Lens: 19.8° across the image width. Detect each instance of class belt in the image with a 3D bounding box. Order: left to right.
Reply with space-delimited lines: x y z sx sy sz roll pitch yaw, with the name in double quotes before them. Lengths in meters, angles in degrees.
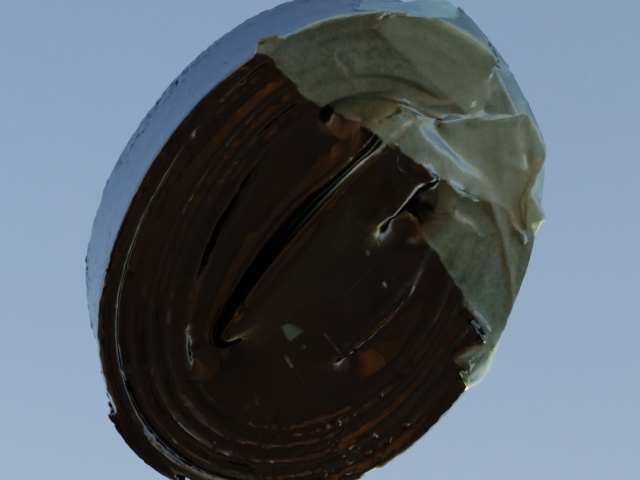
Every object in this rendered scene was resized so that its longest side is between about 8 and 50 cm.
"belt" 0.000 0.000 0.676 0.151 0.078 0.198 29 -82 -16
